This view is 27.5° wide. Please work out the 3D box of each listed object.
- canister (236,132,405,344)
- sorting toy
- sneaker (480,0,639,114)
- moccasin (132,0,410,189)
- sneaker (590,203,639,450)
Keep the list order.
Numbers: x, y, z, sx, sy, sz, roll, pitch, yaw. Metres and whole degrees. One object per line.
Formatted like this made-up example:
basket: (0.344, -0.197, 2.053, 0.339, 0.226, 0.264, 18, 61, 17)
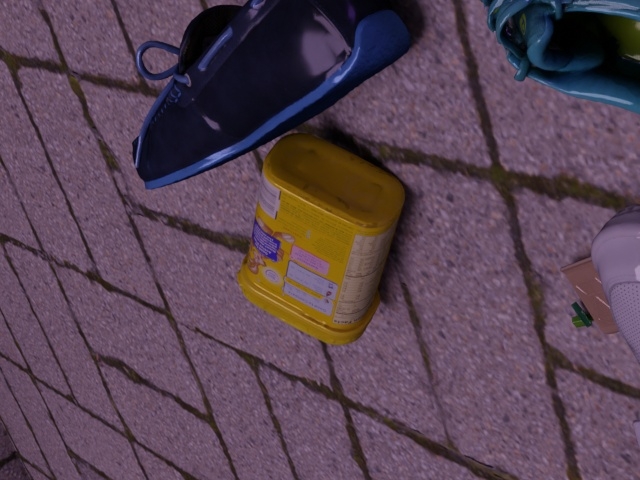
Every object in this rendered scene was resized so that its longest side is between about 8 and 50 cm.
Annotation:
canister: (0.000, 0.000, 1.114, 0.126, 0.073, 0.170, 28, 144, 11)
sorting toy: (0.197, 0.039, 0.926, 0.062, 0.012, 0.083, 53, 150, -5)
sneaker: (0.133, -0.144, 0.728, 0.275, 0.110, 0.107, 36, 147, 34)
moccasin: (-0.054, -0.140, 1.041, 0.342, 0.137, 0.117, -26, 93, 48)
sneaker: (0.244, 0.163, 0.771, 0.366, 0.210, 0.137, 55, 152, 2)
